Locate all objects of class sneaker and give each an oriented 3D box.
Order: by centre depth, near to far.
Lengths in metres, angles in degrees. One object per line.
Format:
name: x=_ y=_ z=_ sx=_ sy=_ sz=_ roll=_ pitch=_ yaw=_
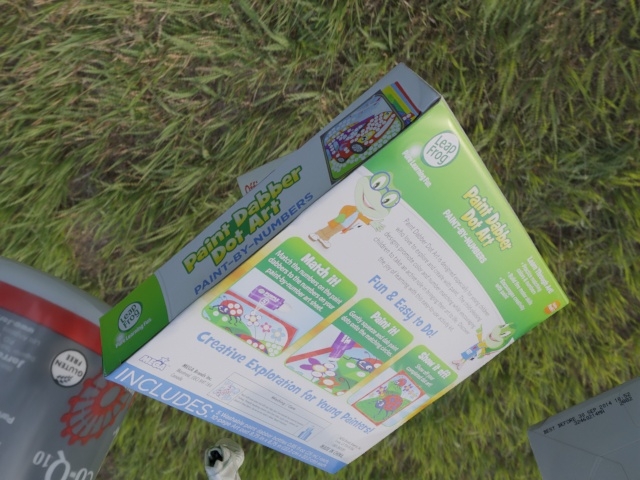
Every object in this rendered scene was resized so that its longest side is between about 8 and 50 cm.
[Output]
sneaker: x=-0.157 y=0.349 z=0.940 sx=0.054 sy=0.152 sz=0.061 roll=-25 pitch=100 yaw=-5

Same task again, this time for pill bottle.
pill bottle: x=-0.302 y=0.207 z=0.457 sx=0.210 sy=0.362 sz=0.210 roll=16 pitch=153 yaw=9

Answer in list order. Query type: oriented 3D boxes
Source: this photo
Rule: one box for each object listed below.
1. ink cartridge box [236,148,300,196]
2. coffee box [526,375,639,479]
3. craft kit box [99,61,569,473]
ink cartridge box: x=0.000 y=0.000 z=0.619 sx=0.082 sy=0.140 sz=0.190 roll=-23 pitch=96 yaw=-31
coffee box: x=0.362 y=0.262 z=0.566 sx=0.168 sy=0.119 sz=0.297 roll=-36 pitch=119 yaw=23
craft kit box: x=0.028 y=0.049 z=0.412 sx=0.247 sy=0.061 sz=0.250 roll=-37 pitch=134 yaw=11
